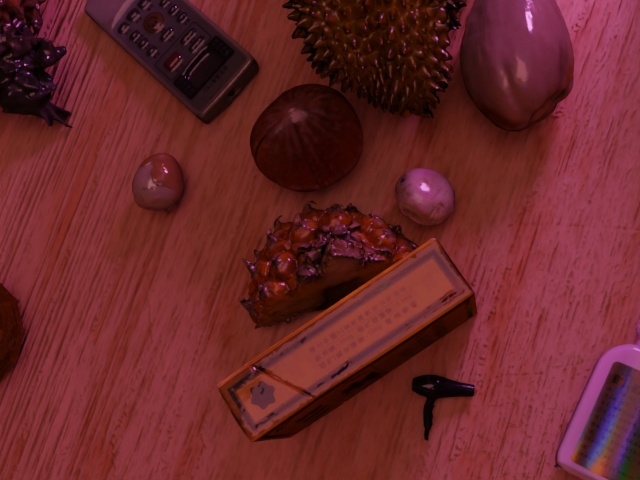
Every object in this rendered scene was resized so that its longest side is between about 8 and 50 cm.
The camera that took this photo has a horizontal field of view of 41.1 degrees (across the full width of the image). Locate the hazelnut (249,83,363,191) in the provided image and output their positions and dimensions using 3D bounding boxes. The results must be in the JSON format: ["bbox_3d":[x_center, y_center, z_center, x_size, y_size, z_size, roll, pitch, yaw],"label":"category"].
[{"bbox_3d":[-0.019,-0.134,1.123,0.150,0.150,0.150,-2,79,11],"label":"hazelnut"}]

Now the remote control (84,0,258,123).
[{"bbox_3d":[-0.225,-0.301,1.251,0.123,0.038,0.285,-45,74,1],"label":"remote control"}]

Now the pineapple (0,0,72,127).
[{"bbox_3d":[-0.481,-0.313,1.234,0.223,0.223,0.357,-21,94,7],"label":"pineapple"}]

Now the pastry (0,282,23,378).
[{"bbox_3d":[-0.513,0.132,1.188,0.189,0.103,0.188,-2,79,12],"label":"pastry"}]

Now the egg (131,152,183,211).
[{"bbox_3d":[-0.226,-0.082,1.191,0.071,0.071,0.083,2,76,12],"label":"egg"}]

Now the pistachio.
[{"bbox_3d":[0.250,-0.240,1.096,0.144,0.144,0.215,-5,65,10],"label":"pistachio"}]

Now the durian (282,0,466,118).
[{"bbox_3d":[0.074,-0.303,1.088,0.258,0.258,0.293,-5,81,10],"label":"durian"}]

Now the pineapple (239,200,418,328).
[{"bbox_3d":[-0.006,0.002,1.089,0.250,0.164,0.139,-22,68,10],"label":"pineapple"}]

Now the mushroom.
[{"bbox_3d":[0.136,-0.055,1.117,0.084,0.067,0.083,10,55,-15],"label":"mushroom"}]

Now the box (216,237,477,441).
[{"bbox_3d":[0.042,0.128,1.032,0.301,0.193,0.084,-34,73,3],"label":"box"}]

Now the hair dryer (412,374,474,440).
[{"bbox_3d":[0.152,0.214,1.085,0.079,0.031,0.083,8,94,4],"label":"hair dryer"}]

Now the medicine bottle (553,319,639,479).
[{"bbox_3d":[0.372,0.193,1.013,0.115,0.078,0.219,24,84,17],"label":"medicine bottle"}]
